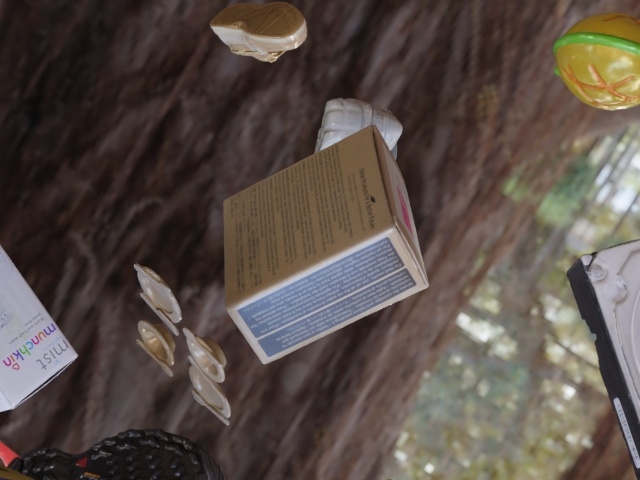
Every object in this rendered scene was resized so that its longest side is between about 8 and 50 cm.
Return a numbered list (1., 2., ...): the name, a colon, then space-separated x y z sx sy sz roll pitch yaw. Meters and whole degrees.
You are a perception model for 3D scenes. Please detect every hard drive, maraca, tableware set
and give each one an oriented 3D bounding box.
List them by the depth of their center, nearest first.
1. hard drive: 0.428 0.087 1.461 0.064 0.339 0.237 114 142 -72
2. tableware set: -0.136 0.104 1.524 0.141 0.020 0.169 43 153 23
3. maraca: 0.310 -0.187 1.677 0.127 0.099 0.186 20 173 5

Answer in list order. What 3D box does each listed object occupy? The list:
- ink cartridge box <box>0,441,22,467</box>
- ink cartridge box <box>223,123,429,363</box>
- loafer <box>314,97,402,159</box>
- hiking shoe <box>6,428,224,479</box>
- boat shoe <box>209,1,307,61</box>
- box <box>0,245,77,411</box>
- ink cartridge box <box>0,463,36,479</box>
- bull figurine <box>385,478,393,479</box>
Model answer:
1. ink cartridge box: -0.523 0.394 2.178 0.296 0.261 0.066 40 179 -9
2. ink cartridge box: 0.000 0.000 1.626 0.088 0.193 0.235 59 -168 -27
3. loafer: 0.049 -0.120 2.171 0.111 0.112 0.319 8 172 -3
4. hiking shoe: -0.191 0.245 1.504 0.227 0.086 0.114 -5 142 16
5. boat shoe: -0.062 -0.239 1.817 0.170 0.063 0.059 21 150 54
6. box: -0.481 0.116 2.068 0.231 0.127 0.262 55 146 -10
7. ink cartridge box: -0.377 0.174 1.171 0.303 0.072 0.307 18 172 -41
8. bull figurine: 0.092 0.424 2.094 0.101 0.310 0.188 50 174 -15
